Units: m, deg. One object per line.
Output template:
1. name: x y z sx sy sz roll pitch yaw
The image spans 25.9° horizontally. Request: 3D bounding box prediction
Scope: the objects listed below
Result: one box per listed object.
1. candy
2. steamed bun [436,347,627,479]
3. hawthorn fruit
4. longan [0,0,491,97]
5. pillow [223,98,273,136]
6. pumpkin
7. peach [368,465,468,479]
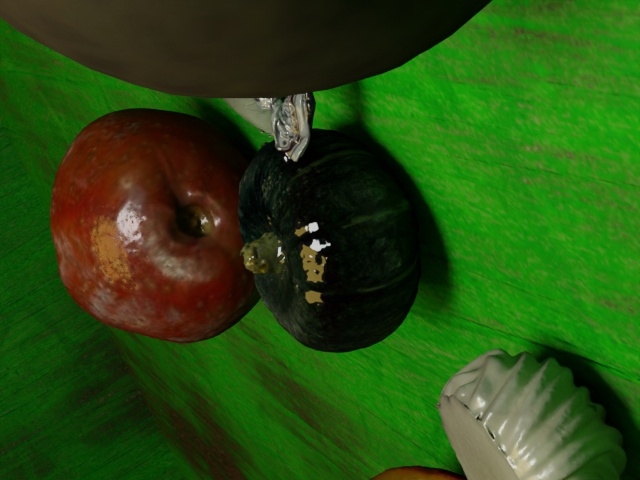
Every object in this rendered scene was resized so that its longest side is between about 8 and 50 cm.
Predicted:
1. candy: -0.051 -0.169 1.234 0.094 0.051 0.226 94 158 -54
2. steamed bun: 0.176 0.161 1.111 0.183 0.106 0.183 56 164 25
3. hawthorn fruit: -0.175 -0.017 1.596 0.284 0.284 0.284 52 162 25
4. longan: -0.062 -0.251 0.728 0.404 0.336 0.404 16 151 9
5. pillow: -0.119 -0.205 1.444 0.229 0.051 0.128 45 160 36
6. pumpkin: 0.002 0.001 1.258 0.211 0.152 0.212 41 147 34
7. peach: 0.110 0.362 1.359 0.281 0.281 0.338 59 168 4
